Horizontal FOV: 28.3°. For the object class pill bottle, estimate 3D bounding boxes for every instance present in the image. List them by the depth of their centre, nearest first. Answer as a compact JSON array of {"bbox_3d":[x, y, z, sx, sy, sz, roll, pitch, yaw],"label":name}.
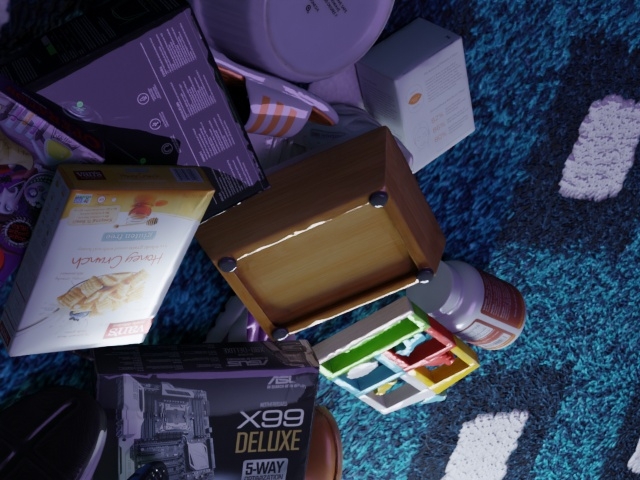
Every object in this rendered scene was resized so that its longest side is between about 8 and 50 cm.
[{"bbox_3d":[0.238,0.101,2.085,0.216,0.121,0.121,24,97,-48],"label":"pill bottle"}]

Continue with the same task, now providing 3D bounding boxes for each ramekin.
[{"bbox_3d":[-0.023,-0.320,1.571,0.272,0.127,0.273,-23,129,-31],"label":"ramekin"}]

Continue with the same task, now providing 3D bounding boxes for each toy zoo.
[{"bbox_3d":[0.130,0.198,2.043,0.192,0.030,0.293,-30,142,19],"label":"toy zoo"}]

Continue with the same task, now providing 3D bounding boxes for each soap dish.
[{"bbox_3d":[0.000,0.000,1.653,0.290,0.118,0.229,-23,133,10],"label":"soap dish"}]

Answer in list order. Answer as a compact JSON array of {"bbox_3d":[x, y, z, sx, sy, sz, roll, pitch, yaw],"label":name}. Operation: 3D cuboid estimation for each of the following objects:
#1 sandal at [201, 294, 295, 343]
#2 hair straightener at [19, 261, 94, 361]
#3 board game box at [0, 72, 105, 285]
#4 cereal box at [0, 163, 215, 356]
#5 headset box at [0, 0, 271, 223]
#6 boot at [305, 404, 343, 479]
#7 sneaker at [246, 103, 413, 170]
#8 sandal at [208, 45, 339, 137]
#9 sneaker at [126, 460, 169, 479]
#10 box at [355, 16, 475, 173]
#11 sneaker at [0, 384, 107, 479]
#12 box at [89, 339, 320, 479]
[{"bbox_3d":[-0.089,0.168,1.835,0.169,0.102,0.416,13,106,-46],"label":"sandal"},{"bbox_3d":[-0.315,0.058,1.592,0.089,0.047,0.230,-34,128,-24],"label":"hair straightener"},{"bbox_3d":[-0.415,-0.107,1.265,0.346,0.056,0.208,33,112,-27],"label":"board game box"},{"bbox_3d":[-0.233,0.022,1.366,0.173,0.047,0.240,-3,134,-38],"label":"cereal box"},{"bbox_3d":[-0.239,-0.114,1.423,0.283,0.131,0.246,-29,122,-8],"label":"headset box"},{"bbox_3d":[-0.095,0.391,1.986,0.220,0.109,0.284,2,121,-39],"label":"boot"},{"bbox_3d":[-0.004,-0.127,1.693,0.305,0.152,0.114,-6,120,-40],"label":"sneaker"},{"bbox_3d":[-0.106,-0.177,1.568,0.265,0.102,0.076,22,84,-23],"label":"sandal"},{"bbox_3d":[-0.267,0.353,1.641,0.209,0.082,0.069,-52,130,-57],"label":"sneaker"},{"bbox_3d":[0.138,-0.208,1.819,0.130,0.091,0.171,-35,134,-22],"label":"box"},{"bbox_3d":[-0.400,0.401,1.688,0.448,0.169,0.257,-55,154,-3],"label":"sneaker"},{"bbox_3d":[-0.167,0.261,1.758,0.307,0.076,0.243,0,118,-17],"label":"box"}]
